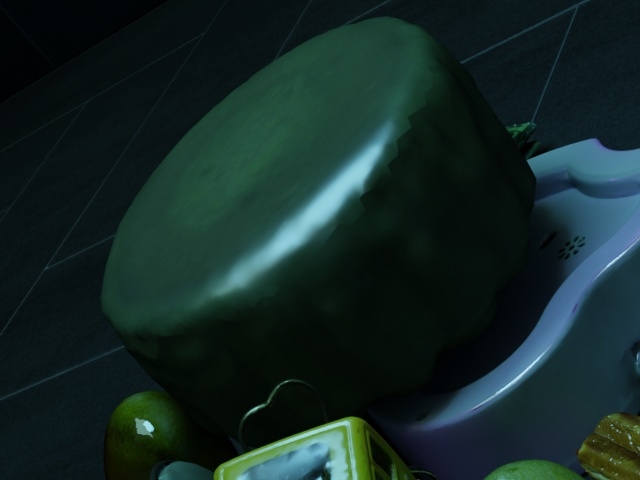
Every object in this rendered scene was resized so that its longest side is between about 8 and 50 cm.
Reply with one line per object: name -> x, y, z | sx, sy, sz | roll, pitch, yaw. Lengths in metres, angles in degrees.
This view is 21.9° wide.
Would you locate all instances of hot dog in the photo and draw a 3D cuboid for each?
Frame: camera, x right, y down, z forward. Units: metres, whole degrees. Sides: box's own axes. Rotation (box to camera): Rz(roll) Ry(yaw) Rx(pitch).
hot dog -> 0.231, 0.155, 1.126 | 0.062, 0.038, 0.144 | -43, 23, -14

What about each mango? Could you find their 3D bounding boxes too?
mango -> -0.126, 0.206, 1.439 | 0.111, 0.133, 0.267 | -36, -20, -19

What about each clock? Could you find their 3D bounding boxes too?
clock -> 0.175, 0.058, 1.325 | 0.339, 0.102, 0.338 | -35, 22, 16

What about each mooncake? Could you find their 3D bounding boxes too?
mooncake -> 0.000, 0.000, 1.332 | 0.356, 0.194, 0.356 | -34, 27, 20

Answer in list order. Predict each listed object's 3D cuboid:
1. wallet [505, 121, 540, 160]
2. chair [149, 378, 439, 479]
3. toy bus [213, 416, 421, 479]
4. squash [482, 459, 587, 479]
wallet -> 0.110, -0.026, 1.672 | 0.236, 0.055, 0.160 | -44, 17, -24
chair -> -0.072, 0.227, 1.259 | 0.325, 0.160, 0.170 | -47, 15, 13
toy bus -> 0.013, 0.276, 0.991 | 0.145, 0.151, 0.331 | -21, 41, 12
squash -> 0.147, 0.209, 1.067 | 0.123, 0.123, 0.186 | -36, 18, 14
